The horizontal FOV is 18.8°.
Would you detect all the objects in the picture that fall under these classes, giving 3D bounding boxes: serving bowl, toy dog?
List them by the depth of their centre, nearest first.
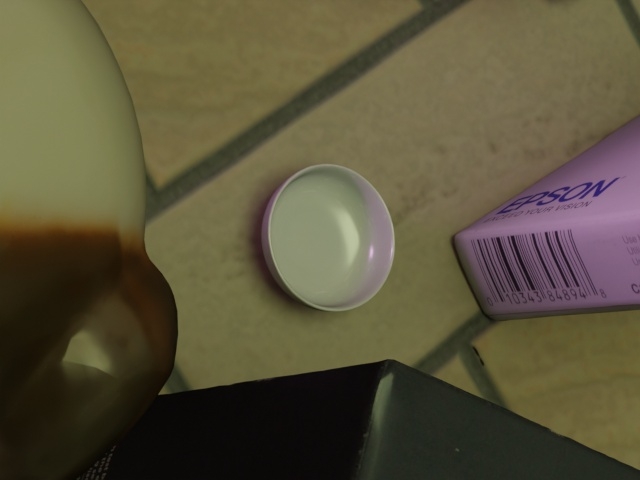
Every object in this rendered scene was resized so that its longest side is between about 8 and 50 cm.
[{"bbox_3d":[-0.215,0.010,0.719,0.395,0.408,0.284,-14,91,-33],"label":"toy dog"},{"bbox_3d":[0.000,0.000,1.083,0.083,0.027,0.083,5,80,-32],"label":"serving bowl"}]

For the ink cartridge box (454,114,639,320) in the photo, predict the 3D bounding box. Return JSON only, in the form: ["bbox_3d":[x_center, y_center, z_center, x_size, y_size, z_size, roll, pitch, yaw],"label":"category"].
[{"bbox_3d":[0.292,-0.064,1.102,0.330,0.324,0.071,-34,103,-31],"label":"ink cartridge box"}]

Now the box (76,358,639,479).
[{"bbox_3d":[0.058,0.207,0.922,0.343,0.312,0.179,25,70,-28],"label":"box"}]
